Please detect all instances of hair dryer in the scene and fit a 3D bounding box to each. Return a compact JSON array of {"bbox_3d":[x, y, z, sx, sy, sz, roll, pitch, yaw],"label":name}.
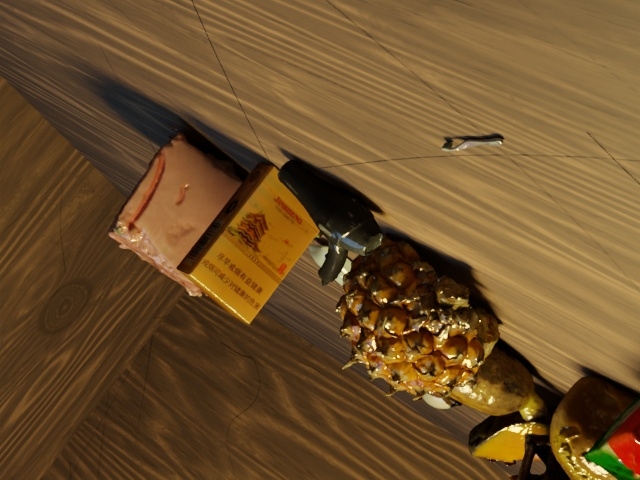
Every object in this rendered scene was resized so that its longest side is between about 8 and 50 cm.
[{"bbox_3d":[0.000,0.000,1.783,0.235,0.091,0.272,41,143,25],"label":"hair dryer"}]

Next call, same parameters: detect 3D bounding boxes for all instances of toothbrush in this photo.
[{"bbox_3d":[0.180,-0.114,1.159,0.011,0.013,0.131,31,171,-21],"label":"toothbrush"}]

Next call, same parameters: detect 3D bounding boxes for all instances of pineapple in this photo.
[{"bbox_3d":[0.143,0.159,1.722,0.344,0.209,0.286,52,167,2],"label":"pineapple"}]

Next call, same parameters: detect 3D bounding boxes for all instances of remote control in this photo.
[{"bbox_3d":[0.090,0.105,2.242,0.293,0.051,0.103,40,168,-19],"label":"remote control"}]

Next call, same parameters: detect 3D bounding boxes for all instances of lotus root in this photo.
[{"bbox_3d":[0.324,0.269,1.957,0.314,0.141,0.169,28,172,-4],"label":"lotus root"}]

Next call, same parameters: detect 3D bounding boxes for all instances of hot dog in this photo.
[{"bbox_3d":[0.302,0.169,1.804,0.169,0.061,0.078,87,173,-64],"label":"hot dog"}]

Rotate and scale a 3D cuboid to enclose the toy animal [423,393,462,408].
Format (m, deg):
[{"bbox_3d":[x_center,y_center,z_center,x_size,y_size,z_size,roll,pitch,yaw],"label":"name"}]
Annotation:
[{"bbox_3d":[0.263,0.319,2.351,0.179,0.138,0.166,36,154,-22],"label":"toy animal"}]

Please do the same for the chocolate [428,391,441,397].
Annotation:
[{"bbox_3d":[0.294,0.290,2.191,0.133,0.127,0.124,-18,168,40],"label":"chocolate"}]

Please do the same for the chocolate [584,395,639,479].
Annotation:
[{"bbox_3d":[0.587,0.338,1.361,0.360,0.161,0.341,34,168,14],"label":"chocolate"}]

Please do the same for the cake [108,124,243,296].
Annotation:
[{"bbox_3d":[-0.293,-0.046,2.203,0.314,0.293,0.307,33,172,-11],"label":"cake"}]

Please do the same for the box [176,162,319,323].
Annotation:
[{"bbox_3d":[-0.132,0.005,1.930,0.174,0.274,0.076,43,167,-29],"label":"box"}]

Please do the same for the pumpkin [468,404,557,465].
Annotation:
[{"bbox_3d":[0.482,0.392,2.059,0.312,0.169,0.148,13,127,11],"label":"pumpkin"}]

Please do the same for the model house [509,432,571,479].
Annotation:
[{"bbox_3d":[0.540,0.560,1.860,0.297,0.283,0.317,-12,132,30],"label":"model house"}]

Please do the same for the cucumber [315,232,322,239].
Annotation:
[{"bbox_3d":[-0.025,-0.019,2.129,0.033,0.034,0.135,35,170,-15],"label":"cucumber"}]

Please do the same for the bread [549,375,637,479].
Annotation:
[{"bbox_3d":[0.517,0.375,1.692,0.195,0.176,0.246,28,165,48],"label":"bread"}]
